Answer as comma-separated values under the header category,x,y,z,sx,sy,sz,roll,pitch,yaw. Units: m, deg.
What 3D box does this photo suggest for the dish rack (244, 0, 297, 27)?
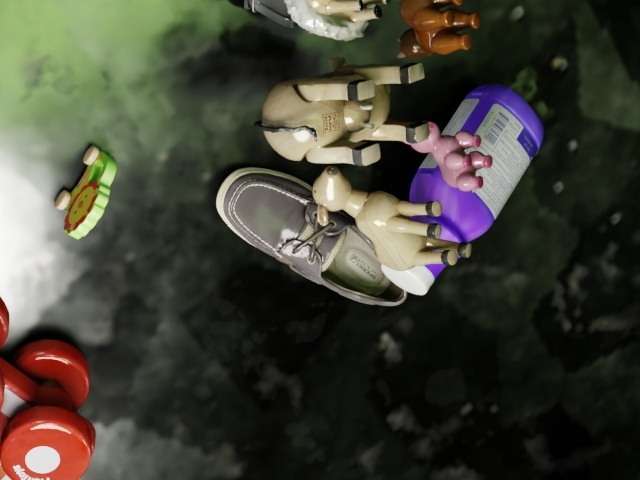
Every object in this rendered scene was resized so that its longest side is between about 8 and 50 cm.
category,x,y,z,sx,sy,sz,roll,pitch,yaw
dish rack,0.023,-0.373,1.499,0.074,0.208,0.271,38,79,4

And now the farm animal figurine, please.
category,x,y,z,sx,sy,sz,roll,pitch,yaw
farm animal figurine,0.046,-0.130,1.493,0.327,0.172,0.330,2,93,-53

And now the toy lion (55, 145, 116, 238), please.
category,x,y,z,sx,sy,sz,roll,pitch,yaw
toy lion,-0.263,-0.052,1.518,0.034,0.096,0.100,31,91,-29

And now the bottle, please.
category,x,y,z,sx,sy,sz,roll,pitch,yaw
bottle,0.176,-0.062,1.681,0.118,0.092,0.283,44,69,-30

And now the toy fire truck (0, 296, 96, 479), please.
category,x,y,z,sx,sy,sz,roll,pitch,yaw
toy fire truck,-0.414,0.210,1.510,0.254,0.169,0.302,-42,119,14

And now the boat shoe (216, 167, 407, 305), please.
category,x,y,z,sx,sy,sz,roll,pitch,yaw
boat shoe,0.000,0.000,1.657,0.285,0.092,0.103,34,89,-30
